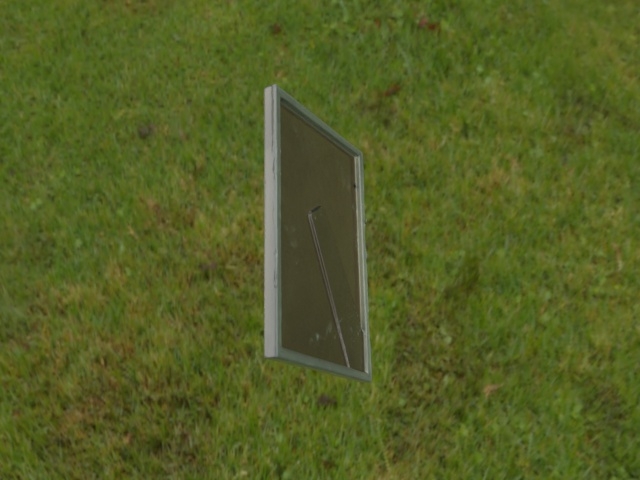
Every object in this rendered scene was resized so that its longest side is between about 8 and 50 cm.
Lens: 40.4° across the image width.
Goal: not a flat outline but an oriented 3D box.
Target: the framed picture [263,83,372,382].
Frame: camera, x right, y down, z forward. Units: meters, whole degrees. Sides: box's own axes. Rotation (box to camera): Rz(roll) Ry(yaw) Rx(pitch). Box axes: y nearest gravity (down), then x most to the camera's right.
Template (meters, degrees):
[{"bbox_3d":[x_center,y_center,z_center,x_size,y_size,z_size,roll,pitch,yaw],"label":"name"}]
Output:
[{"bbox_3d":[0.000,0.000,0.820,0.016,0.184,0.250,-10,71,27],"label":"framed picture"}]
